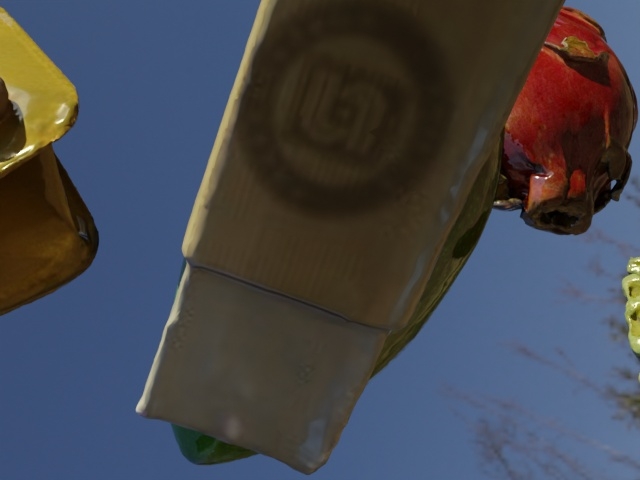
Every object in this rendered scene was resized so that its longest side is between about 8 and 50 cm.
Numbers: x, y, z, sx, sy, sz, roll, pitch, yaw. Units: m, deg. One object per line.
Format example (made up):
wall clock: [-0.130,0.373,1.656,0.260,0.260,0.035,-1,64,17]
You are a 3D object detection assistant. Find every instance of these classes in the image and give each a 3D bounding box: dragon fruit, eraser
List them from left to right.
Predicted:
eraser: [0.031,-0.101,0.384,0.144,0.078,0.343,-81,12,-60]
dragon fruit: [0.236,-0.150,1.411,0.315,0.250,0.250,-66,-39,-47]

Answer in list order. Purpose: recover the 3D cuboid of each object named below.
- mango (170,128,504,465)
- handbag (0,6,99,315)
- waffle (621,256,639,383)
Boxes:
mango: [0.000,0.000,0.922,0.201,0.225,0.381,25,-81,-25]
handbag: [-0.357,-0.038,0.720,0.401,0.283,0.133,-25,-42,-20]
waffle: [0.359,0.115,1.096,0.204,0.223,0.054,-84,21,-58]
